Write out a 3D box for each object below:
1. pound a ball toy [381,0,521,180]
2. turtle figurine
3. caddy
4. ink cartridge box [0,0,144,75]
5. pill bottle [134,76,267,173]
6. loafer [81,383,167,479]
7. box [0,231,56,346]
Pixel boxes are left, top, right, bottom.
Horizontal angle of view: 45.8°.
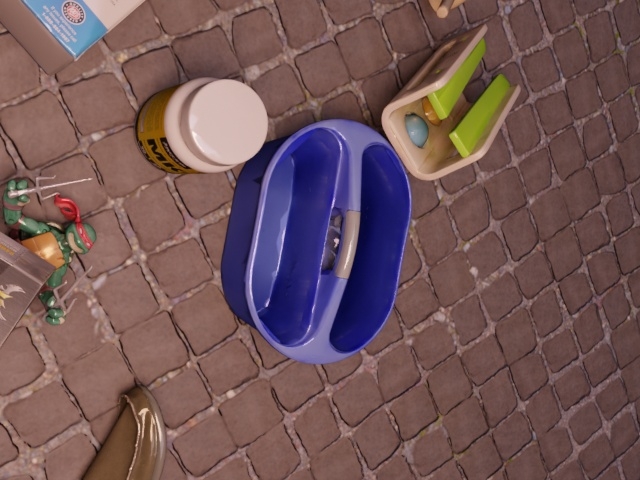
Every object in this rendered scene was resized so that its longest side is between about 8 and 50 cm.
[{"bbox_3d":[0.180,-0.253,1.146,0.208,0.136,0.319,56,38,-16],"label":"pound a ball toy"},{"bbox_3d":[-0.357,0.026,0.918,0.234,0.118,0.175,-26,91,-8],"label":"turtle figurine"},{"bbox_3d":[0.000,0.000,1.074,0.241,0.179,0.341,11,89,-30],"label":"caddy"},{"bbox_3d":[-0.281,-0.342,0.899,0.232,0.168,0.171,-47,113,-17],"label":"ink cartridge box"},{"bbox_3d":[-0.154,-0.143,0.961,0.119,0.208,0.119,-2,95,-28],"label":"pill bottle"},{"bbox_3d":[-0.267,0.316,1.000,0.087,0.094,0.251,8,90,-33],"label":"loafer"},{"bbox_3d":[-0.437,0.075,0.839,0.183,0.056,0.231,36,104,-13],"label":"box"}]
